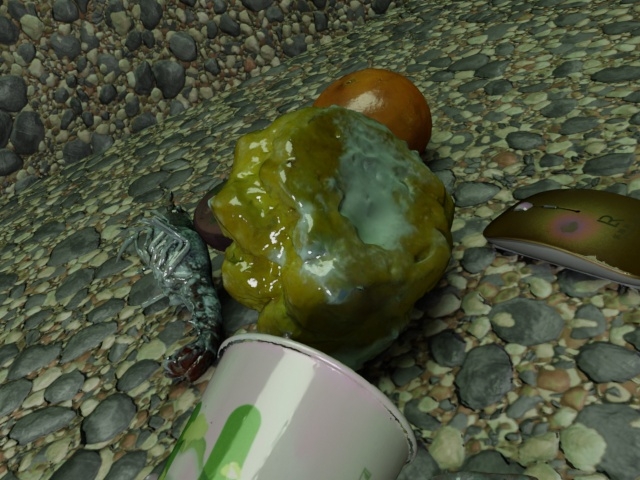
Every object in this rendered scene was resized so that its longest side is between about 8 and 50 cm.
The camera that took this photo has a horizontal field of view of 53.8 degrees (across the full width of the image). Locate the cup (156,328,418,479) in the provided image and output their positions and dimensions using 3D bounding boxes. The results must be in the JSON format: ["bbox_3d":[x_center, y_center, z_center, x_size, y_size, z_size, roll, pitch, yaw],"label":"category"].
[{"bbox_3d":[-0.063,0.272,0.641,0.253,0.253,0.274,3,46,37],"label":"cup"}]

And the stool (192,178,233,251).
[{"bbox_3d":[-0.083,-0.025,1.177,0.271,0.179,0.272,-17,30,10],"label":"stool"}]

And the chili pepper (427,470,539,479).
[{"bbox_3d":[0.178,0.268,0.662,0.153,0.041,0.050,-18,5,42],"label":"chili pepper"}]

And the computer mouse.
[{"bbox_3d":[0.391,-0.015,0.955,0.158,0.072,0.310,-34,31,-24],"label":"computer mouse"}]

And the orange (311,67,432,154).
[{"bbox_3d":[0.101,-0.246,1.376,0.283,0.226,0.284,-20,33,14],"label":"orange"}]

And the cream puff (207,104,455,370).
[{"bbox_3d":[0.000,0.000,0.929,0.378,0.378,0.275,-48,8,-38],"label":"cream puff"}]

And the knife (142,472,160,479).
[{"bbox_3d":[-0.107,0.259,0.872,0.132,0.038,0.398,10,41,40],"label":"knife"}]

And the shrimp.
[{"bbox_3d":[-0.262,0.067,1.135,0.165,0.222,0.411,-21,52,-19],"label":"shrimp"}]
